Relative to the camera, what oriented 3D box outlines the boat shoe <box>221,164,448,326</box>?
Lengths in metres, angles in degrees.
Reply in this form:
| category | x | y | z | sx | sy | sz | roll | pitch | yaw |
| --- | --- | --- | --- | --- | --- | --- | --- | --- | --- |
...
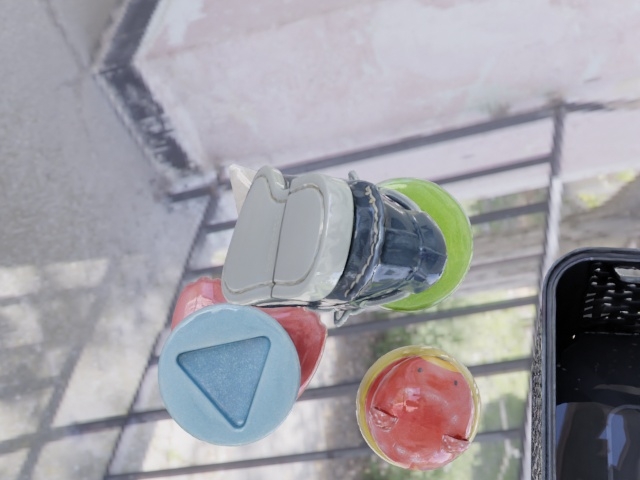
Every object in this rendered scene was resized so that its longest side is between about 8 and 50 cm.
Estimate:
| category | x | y | z | sx | sy | sz | roll | pitch | yaw |
| --- | --- | --- | --- | --- | --- | --- | --- | --- | --- |
| boat shoe | 0.000 | 0.000 | 0.711 | 0.254 | 0.079 | 0.095 | 168 | -66 | -72 |

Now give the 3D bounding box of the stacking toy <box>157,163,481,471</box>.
| category | x | y | z | sx | sy | sz | roll | pitch | yaw |
| --- | --- | --- | --- | --- | --- | --- | --- | --- | --- |
| stacking toy | 0.008 | 0.070 | 1.091 | 0.130 | 0.308 | 0.280 | -4 | 101 | -86 |

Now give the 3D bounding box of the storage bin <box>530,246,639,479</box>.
| category | x | y | z | sx | sy | sz | roll | pitch | yaw |
| --- | --- | --- | --- | --- | --- | --- | --- | --- | --- |
| storage bin | 0.149 | 0.101 | 0.482 | 0.084 | 0.122 | 0.180 | 79 | 15 | -58 |
